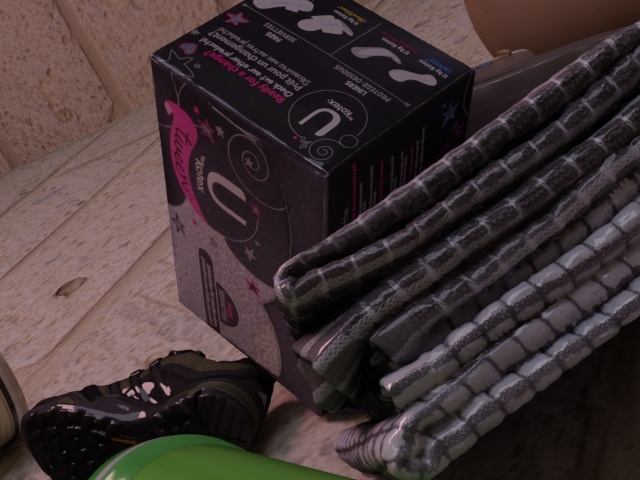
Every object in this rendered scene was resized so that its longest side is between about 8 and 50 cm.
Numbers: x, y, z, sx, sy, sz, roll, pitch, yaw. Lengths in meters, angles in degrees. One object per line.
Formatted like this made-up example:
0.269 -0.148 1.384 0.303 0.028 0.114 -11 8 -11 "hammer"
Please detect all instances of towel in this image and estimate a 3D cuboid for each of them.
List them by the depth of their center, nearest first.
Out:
0.106 0.010 0.644 0.283 0.121 0.235 -37 -8 -7 "towel"

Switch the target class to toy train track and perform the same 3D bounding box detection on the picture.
0.128 -0.154 1.007 0.083 0.014 0.048 -17 9 29 "toy train track"

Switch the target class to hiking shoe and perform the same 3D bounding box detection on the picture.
-0.130 0.138 0.899 0.226 0.086 0.114 -9 16 29 "hiking shoe"

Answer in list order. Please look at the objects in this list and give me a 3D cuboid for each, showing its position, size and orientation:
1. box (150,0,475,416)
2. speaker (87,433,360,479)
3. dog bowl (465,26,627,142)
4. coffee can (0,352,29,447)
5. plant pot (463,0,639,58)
-0.011 -0.029 0.797 0.163 0.247 0.142 35 55 27 "box"
-0.015 0.165 0.532 0.131 0.131 0.296 -38 19 -28 "speaker"
0.160 -0.097 0.956 0.348 0.102 0.349 -22 8 3 "dog bowl"
-0.437 0.181 1.040 0.275 0.202 0.201 -39 19 -32 "coffee can"
0.314 -0.281 1.087 0.256 0.257 0.274 -37 21 -24 "plant pot"
